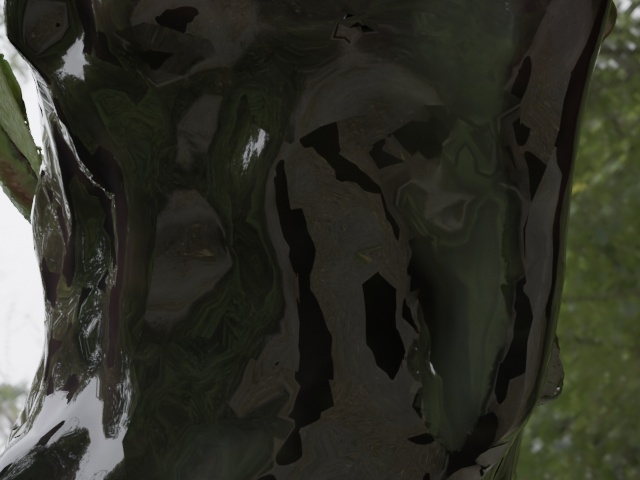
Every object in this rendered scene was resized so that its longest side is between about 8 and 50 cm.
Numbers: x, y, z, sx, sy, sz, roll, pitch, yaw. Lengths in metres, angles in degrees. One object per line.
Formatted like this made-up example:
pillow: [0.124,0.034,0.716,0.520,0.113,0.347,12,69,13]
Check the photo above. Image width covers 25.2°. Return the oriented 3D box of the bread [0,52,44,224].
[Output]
bread: [-0.280,-0.133,1.185,0.045,0.301,0.301,-24,-29,-3]

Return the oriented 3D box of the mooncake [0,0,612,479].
mooncake: [0.000,0.000,0.573,0.350,0.212,0.381,-5,-73,-76]

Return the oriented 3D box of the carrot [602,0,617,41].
carrot: [0.092,-0.246,0.998,0.342,0.070,0.070,37,-79,-31]

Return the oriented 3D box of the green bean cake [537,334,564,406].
green bean cake: [0.131,0.093,1.409,0.181,0.173,0.094,-8,-14,-20]
